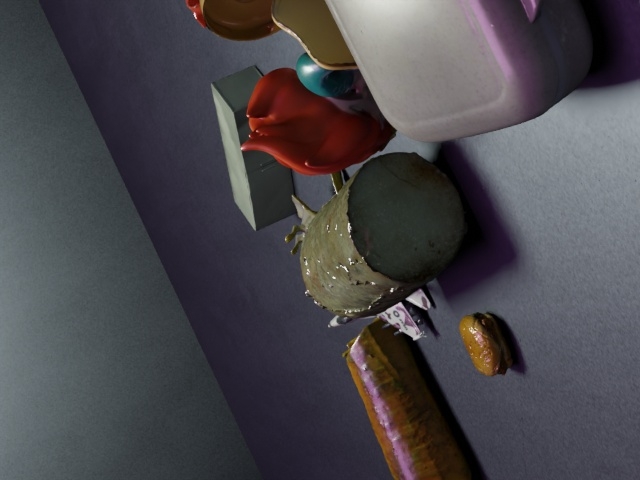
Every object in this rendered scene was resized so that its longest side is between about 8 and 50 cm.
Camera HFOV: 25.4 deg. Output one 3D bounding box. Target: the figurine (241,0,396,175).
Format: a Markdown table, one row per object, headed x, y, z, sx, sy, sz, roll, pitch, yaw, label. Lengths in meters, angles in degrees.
| x | y | z | sx | sy | sz | roll | pitch | yaw | label |
| --- | --- | --- | --- | --- | --- | --- | --- | --- | --- |
| 0.010 | -0.174 | 1.621 | 0.257 | 0.181 | 0.208 | 93 | -176 | -57 | figurine |

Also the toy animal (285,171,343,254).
| x | y | z | sx | sy | sz | roll | pitch | yaw | label |
| --- | --- | --- | --- | --- | --- | --- | --- | --- | --- |
| 0.000 | 0.000 | 2.081 | 0.219 | 0.095 | 0.155 | 74 | -164 | -50 | toy animal |

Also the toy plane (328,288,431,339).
| x | y | z | sx | sy | sz | roll | pitch | yaw | label |
| --- | --- | --- | --- | --- | --- | --- | --- | --- | --- |
| 0.083 | 0.081 | 2.014 | 0.160 | 0.082 | 0.234 | 56 | 154 | -1 | toy plane |

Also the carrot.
| x | y | z | sx | sy | sz | roll | pitch | yaw | label |
| --- | --- | --- | --- | --- | --- | --- | --- | --- | --- |
| 0.125 | 0.259 | 2.107 | 0.302 | 0.114 | 0.114 | 64 | 165 | 4 | carrot |

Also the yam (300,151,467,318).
| x | y | z | sx | sy | sz | roll | pitch | yaw | label |
| --- | --- | --- | --- | --- | --- | --- | --- | --- | --- |
| 0.071 | 0.000 | 1.767 | 0.168 | 0.168 | 0.304 | 63 | 166 | 5 | yam |

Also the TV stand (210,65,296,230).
| x | y | z | sx | sy | sz | roll | pitch | yaw | label |
| --- | --- | --- | --- | --- | --- | --- | --- | --- | --- |
| -0.104 | -0.145 | 2.277 | 0.088 | 0.082 | 0.269 | 55 | 163 | 38 | TV stand |

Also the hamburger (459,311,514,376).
| x | y | z | sx | sy | sz | roll | pitch | yaw | label |
| --- | --- | --- | --- | --- | --- | --- | --- | --- | --- |
| 0.205 | 0.129 | 1.758 | 0.083 | 0.044 | 0.076 | 68 | 164 | -5 | hamburger |

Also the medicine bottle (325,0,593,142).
| x | y | z | sx | sy | sz | roll | pitch | yaw | label |
| --- | --- | --- | --- | --- | --- | --- | --- | --- | --- |
| 0.086 | -0.275 | 1.277 | 0.282 | 0.123 | 0.375 | -8 | 113 | 59 | medicine bottle |

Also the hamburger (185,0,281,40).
| x | y | z | sx | sy | sz | roll | pitch | yaw | label |
| --- | --- | --- | --- | --- | --- | --- | --- | --- | --- |
| -0.100 | -0.348 | 1.804 | 0.175 | 0.175 | 0.137 | 88 | 166 | -56 | hamburger |
